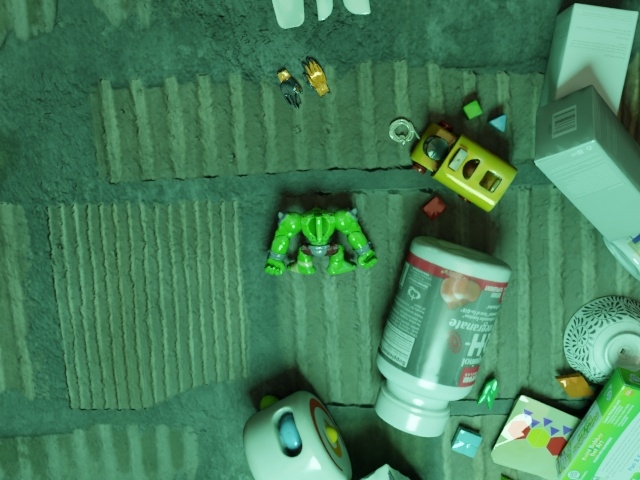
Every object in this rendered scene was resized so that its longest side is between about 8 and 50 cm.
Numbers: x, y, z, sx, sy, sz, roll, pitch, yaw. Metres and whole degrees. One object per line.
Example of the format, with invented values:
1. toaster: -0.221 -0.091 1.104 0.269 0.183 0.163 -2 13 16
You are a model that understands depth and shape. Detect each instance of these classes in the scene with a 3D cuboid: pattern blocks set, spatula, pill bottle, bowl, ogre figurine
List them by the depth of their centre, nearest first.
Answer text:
1. pill bottle: 0.592 -0.025 1.098 0.186 0.112 0.112 -40 94 9
2. spatula: -0.014 -0.503 1.120 0.168 0.019 0.242 -9 98 7
3. pill bottle: 0.199 0.166 1.124 0.176 0.176 0.318 16 99 2
4. bowl: 0.530 0.191 1.151 0.170 0.080 0.170 1 99 5
5. ogre figurine: 0.000 0.000 1.157 0.197 0.097 0.118 3 111 15
6. pattern blocks set: 0.427 0.378 1.211 0.325 0.026 0.285 31 102 -1

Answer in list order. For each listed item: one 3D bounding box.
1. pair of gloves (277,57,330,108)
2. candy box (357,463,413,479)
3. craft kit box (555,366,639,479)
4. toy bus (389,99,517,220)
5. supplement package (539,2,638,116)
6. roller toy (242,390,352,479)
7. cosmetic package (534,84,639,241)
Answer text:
1. pair of gloves: -0.031 -0.281 1.158 0.083 0.010 0.074 -24 96 8
2. candy box: 0.110 0.496 1.163 0.159 0.071 0.233 -33 138 9
3. craft kit box: 0.576 0.358 1.115 0.246 0.061 0.250 17 121 0
4. toy bus: 0.235 -0.136 1.112 0.202 0.104 0.191 -13 97 6
5. supplement package: 0.439 -0.286 1.074 0.105 0.105 0.179 9 99 2
6. roller toy: -0.033 0.379 1.165 0.146 0.191 0.209 -29 95 7
7. cosmetic package: 0.446 -0.116 1.028 0.107 0.127 0.238 -21 131 40
